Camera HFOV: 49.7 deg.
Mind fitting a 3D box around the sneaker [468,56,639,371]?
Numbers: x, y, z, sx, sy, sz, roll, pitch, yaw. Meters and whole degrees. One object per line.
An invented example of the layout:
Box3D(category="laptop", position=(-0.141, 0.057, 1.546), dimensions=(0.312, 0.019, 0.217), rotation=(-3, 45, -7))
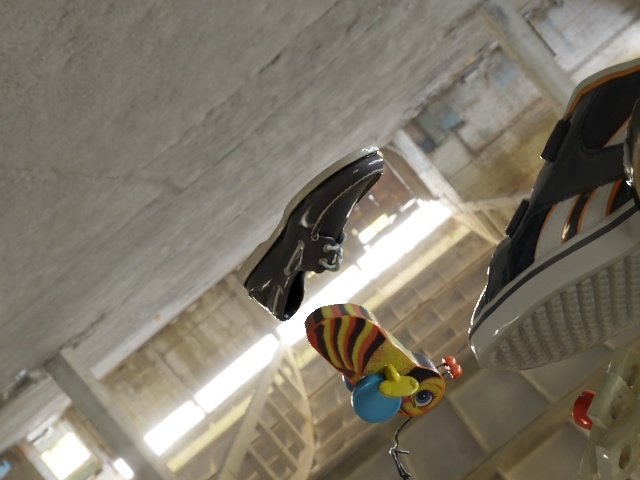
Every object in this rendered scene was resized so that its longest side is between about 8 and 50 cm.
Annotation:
Box3D(category="sneaker", position=(0.216, -0.029, 0.497), dimensions=(0.126, 0.127, 0.321), rotation=(13, 134, -33))

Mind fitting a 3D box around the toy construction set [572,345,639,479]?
Box3D(category="toy construction set", position=(0.334, 0.114, 0.428), dimensions=(0.327, 0.215, 0.151), rotation=(10, -171, 37))

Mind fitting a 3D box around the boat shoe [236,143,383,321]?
Box3D(category="boat shoe", position=(0.000, 0.000, 0.583), dimensions=(0.075, 0.065, 0.206), rotation=(-25, 163, -45))

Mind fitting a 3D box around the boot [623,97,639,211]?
Box3D(category="boot", position=(0.195, -0.037, 0.272), dimensions=(0.077, 0.198, 0.137), rotation=(-30, -139, -3))

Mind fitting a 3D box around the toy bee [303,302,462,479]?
Box3D(category="toy bee", position=(0.112, 0.191, 1.013), dimensions=(0.162, 0.298, 0.195), rotation=(-33, -141, 1))
